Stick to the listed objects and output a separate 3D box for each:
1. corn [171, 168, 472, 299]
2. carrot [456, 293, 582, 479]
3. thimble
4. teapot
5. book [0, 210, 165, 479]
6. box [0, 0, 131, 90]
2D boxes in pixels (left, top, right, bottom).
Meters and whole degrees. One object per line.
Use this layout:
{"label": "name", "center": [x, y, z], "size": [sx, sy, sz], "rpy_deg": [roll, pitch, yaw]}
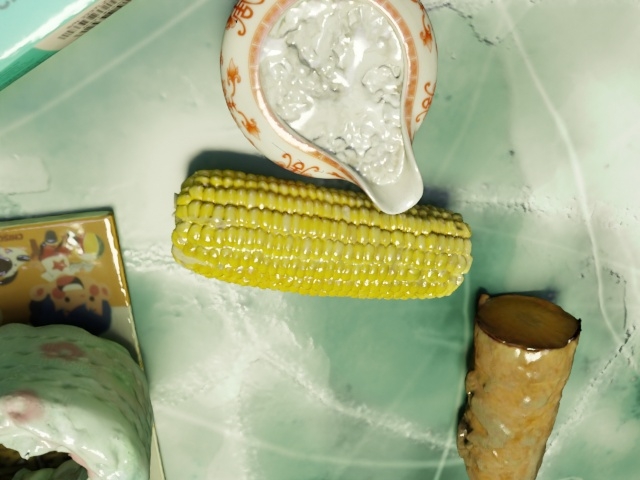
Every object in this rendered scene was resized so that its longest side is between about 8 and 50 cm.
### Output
{"label": "corn", "center": [0.000, 0.000, 0.532], "size": [0.244, 0.093, 0.093], "rpy_deg": [9, 108, -12]}
{"label": "carrot", "center": [0.186, 0.184, 0.630], "size": [0.102, 0.102, 0.263], "rpy_deg": [-3, 111, -8]}
{"label": "thimble", "center": [-0.235, 0.180, 0.510], "size": [0.185, 0.149, 0.211], "rpy_deg": [25, 103, -20]}
{"label": "teapot", "center": [0.000, -0.137, 0.475], "size": [0.159, 0.116, 0.245], "rpy_deg": [-32, 114, 17]}
{"label": "book", "center": [-0.264, 0.125, 0.575], "size": [0.208, 0.020, 0.295], "rpy_deg": [-7, 111, -7]}
{"label": "box", "center": [-0.258, -0.252, 0.387], "size": [0.205, 0.118, 0.311], "rpy_deg": [-33, 112, 2]}
